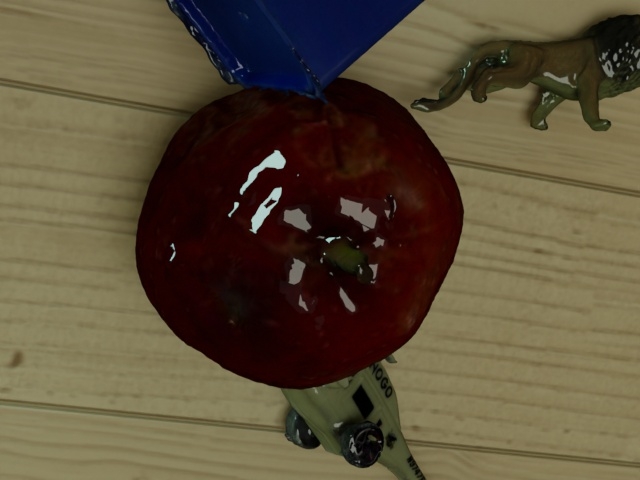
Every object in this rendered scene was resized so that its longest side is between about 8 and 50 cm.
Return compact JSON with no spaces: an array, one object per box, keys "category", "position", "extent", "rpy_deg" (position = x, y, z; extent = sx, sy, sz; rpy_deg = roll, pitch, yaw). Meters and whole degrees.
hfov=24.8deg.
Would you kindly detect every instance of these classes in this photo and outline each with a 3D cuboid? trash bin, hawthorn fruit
[{"category":"trash bin","position":[0.021,-0.206,0.952],"extent":[0.234,0.162,0.184],"rpy_deg":[-48,120,-18]},{"category":"hawthorn fruit","position":[0.000,0.000,0.997],"extent":[0.230,0.266,0.210],"rpy_deg":[-41,112,-9]}]

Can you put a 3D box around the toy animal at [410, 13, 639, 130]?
[{"category":"toy animal","position":[0.171,-0.118,1.123],"extent":[0.220,0.069,0.086],"rpy_deg":[-13,93,-18]}]

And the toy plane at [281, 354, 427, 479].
[{"category":"toy plane","position":[0.049,0.157,1.188],"extent":[0.108,0.092,0.286],"rpy_deg":[-47,118,-24]}]
